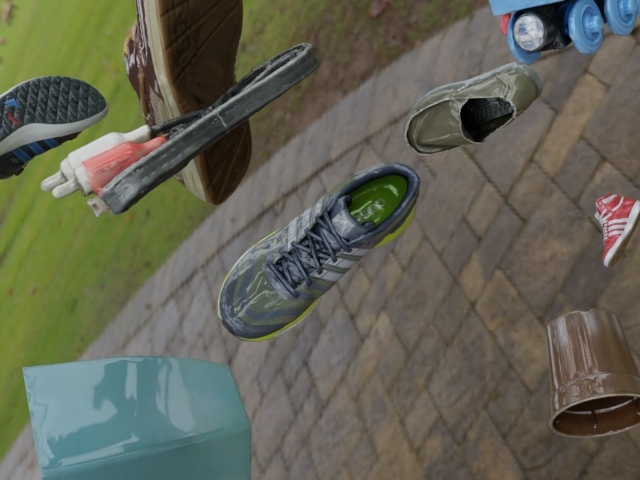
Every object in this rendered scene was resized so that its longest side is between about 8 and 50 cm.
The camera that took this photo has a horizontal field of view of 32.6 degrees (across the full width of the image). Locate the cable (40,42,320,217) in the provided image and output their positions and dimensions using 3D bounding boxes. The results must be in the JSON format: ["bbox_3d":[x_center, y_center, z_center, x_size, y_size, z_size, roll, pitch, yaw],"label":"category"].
[{"bbox_3d":[-0.124,-0.111,1.010,0.287,0.072,0.139,-37,13,-6],"label":"cable"}]

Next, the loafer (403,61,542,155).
[{"bbox_3d":[0.214,-0.189,1.651,0.251,0.094,0.087,-26,20,44],"label":"loafer"}]

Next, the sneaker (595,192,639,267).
[{"bbox_3d":[0.421,-0.018,1.604,0.118,0.067,0.042,-56,-24,-23],"label":"sneaker"}]

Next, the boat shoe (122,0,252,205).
[{"bbox_3d":[-0.154,-0.185,1.115,0.123,0.123,0.342,-51,-29,-31],"label":"boat shoe"}]

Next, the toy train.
[{"bbox_3d":[0.197,-0.203,0.835,0.080,0.184,0.105,-1,113,45],"label":"toy train"}]

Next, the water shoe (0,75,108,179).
[{"bbox_3d":[-0.317,-0.112,1.145,0.073,0.203,0.080,52,140,14],"label":"water shoe"}]

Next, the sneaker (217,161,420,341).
[{"bbox_3d":[0.000,0.000,1.276,0.300,0.111,0.121,-42,-6,-16],"label":"sneaker"}]

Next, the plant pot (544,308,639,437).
[{"bbox_3d":[0.435,0.209,1.758,0.167,0.167,0.165,-45,40,44],"label":"plant pot"}]

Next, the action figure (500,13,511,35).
[{"bbox_3d":[0.351,-0.418,1.821,0.280,0.091,0.139,78,-174,-60],"label":"action figure"}]

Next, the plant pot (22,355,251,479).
[{"bbox_3d":[-0.204,0.236,1.254,0.165,0.234,0.166,-117,24,-47],"label":"plant pot"}]
